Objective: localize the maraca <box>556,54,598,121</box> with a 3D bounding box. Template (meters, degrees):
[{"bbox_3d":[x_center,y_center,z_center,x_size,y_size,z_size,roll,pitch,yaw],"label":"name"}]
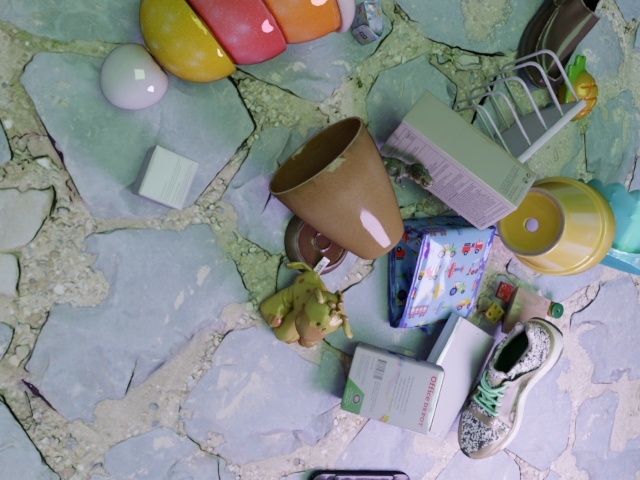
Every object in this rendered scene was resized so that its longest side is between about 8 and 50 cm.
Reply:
[{"bbox_3d":[0.684,-0.404,1.506,0.127,0.099,0.185,-51,137,-21],"label":"maraca"}]

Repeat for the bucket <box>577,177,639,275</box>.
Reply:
[{"bbox_3d":[0.793,-0.034,1.531,0.281,0.281,0.183,23,91,-26],"label":"bucket"}]

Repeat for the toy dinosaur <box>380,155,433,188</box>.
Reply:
[{"bbox_3d":[0.119,-0.150,1.286,0.268,0.064,0.118,17,123,7],"label":"toy dinosaur"}]

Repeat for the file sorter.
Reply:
[{"bbox_3d":[0.451,-0.308,1.363,0.278,0.193,0.173,-39,106,-20],"label":"file sorter"}]

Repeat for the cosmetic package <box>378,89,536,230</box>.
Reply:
[{"bbox_3d":[0.302,-0.174,1.270,0.309,0.160,0.113,39,68,-1],"label":"cosmetic package"}]

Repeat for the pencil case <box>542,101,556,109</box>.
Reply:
[{"bbox_3d":[0.585,-0.296,1.505,0.064,0.070,0.151,41,77,16],"label":"pencil case"}]

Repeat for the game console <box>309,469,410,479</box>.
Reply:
[{"bbox_3d":[0.110,0.708,1.350,0.293,0.173,0.250,12,92,-26],"label":"game console"}]

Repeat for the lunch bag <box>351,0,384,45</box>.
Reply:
[{"bbox_3d":[0.102,-0.481,1.251,0.053,0.071,0.083,-19,105,-23],"label":"lunch bag"}]

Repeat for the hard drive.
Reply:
[{"bbox_3d":[0.325,0.356,1.447,0.203,0.040,0.307,32,85,-41],"label":"hard drive"}]

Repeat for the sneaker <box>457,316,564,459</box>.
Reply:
[{"bbox_3d":[0.450,0.363,1.441,0.182,0.158,0.410,28,90,-44],"label":"sneaker"}]

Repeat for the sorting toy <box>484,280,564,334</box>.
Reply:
[{"bbox_3d":[0.552,0.202,1.563,0.275,0.046,0.132,20,88,-26],"label":"sorting toy"}]

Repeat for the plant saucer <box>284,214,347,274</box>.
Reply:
[{"bbox_3d":[0.000,0.000,1.288,0.169,0.029,0.168,-4,99,-24],"label":"plant saucer"}]

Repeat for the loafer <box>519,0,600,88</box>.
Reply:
[{"bbox_3d":[0.637,-0.570,1.458,0.134,0.130,0.365,25,85,-25],"label":"loafer"}]

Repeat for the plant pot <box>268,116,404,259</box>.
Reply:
[{"bbox_3d":[0.059,-0.086,1.193,0.237,0.237,0.254,-45,114,-14],"label":"plant pot"}]

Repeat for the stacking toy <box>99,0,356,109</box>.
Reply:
[{"bbox_3d":[-0.210,-0.415,1.026,0.480,0.350,0.350,-36,111,1],"label":"stacking toy"}]

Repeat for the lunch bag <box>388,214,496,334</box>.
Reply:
[{"bbox_3d":[0.288,0.097,1.392,0.221,0.138,0.293,-5,108,-27],"label":"lunch bag"}]

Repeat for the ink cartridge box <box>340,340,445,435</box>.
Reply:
[{"bbox_3d":[0.169,0.344,1.325,0.213,0.093,0.154,15,90,8],"label":"ink cartridge box"}]

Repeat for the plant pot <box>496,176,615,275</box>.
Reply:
[{"bbox_3d":[0.555,-0.036,1.381,0.239,0.254,0.253,2,96,-49],"label":"plant pot"}]

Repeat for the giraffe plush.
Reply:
[{"bbox_3d":[-0.009,0.152,1.208,0.181,0.170,0.210,20,98,-26],"label":"giraffe plush"}]

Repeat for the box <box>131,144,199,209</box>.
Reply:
[{"bbox_3d":[-0.301,-0.120,1.090,0.087,0.101,0.102,21,86,-26],"label":"box"}]
